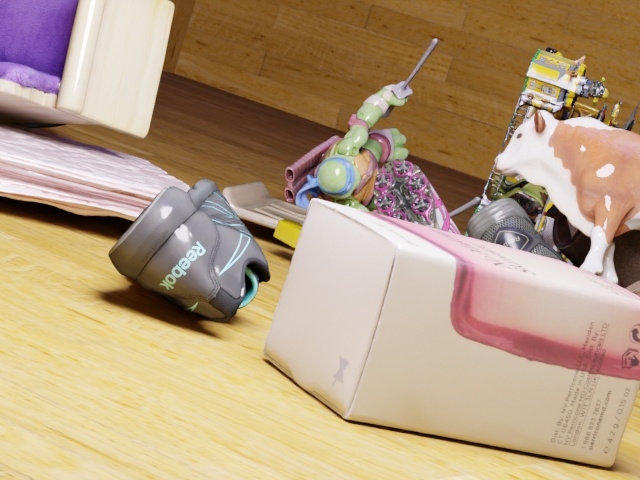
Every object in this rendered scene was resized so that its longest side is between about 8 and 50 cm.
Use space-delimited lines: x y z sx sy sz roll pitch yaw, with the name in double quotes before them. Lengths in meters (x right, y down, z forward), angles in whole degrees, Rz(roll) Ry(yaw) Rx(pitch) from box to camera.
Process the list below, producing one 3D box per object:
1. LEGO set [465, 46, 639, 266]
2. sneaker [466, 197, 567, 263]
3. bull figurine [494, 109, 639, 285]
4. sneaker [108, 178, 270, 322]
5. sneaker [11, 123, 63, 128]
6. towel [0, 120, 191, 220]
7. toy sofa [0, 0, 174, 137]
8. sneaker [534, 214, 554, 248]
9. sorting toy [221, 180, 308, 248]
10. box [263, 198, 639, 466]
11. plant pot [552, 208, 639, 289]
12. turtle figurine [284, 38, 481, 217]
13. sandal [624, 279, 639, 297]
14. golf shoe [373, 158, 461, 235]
"LEGO set" 0.325 -0.071 2.330 0.192 0.331 0.255 20 -13 11
"sneaker" 0.235 0.055 1.949 0.130 0.087 0.227 64 6 31
"bull figurine" 0.337 -0.038 1.889 0.310 0.188 0.101 5 -14 -1
"sneaker" -0.097 0.019 1.453 0.106 0.101 0.267 39 7 1
"sneaker" -0.419 -0.179 2.218 0.283 0.107 0.124 11 23 -19
"towel" -0.283 -0.071 1.755 0.317 0.053 0.332 14 5 -22
"toy sofa" -0.339 -0.203 1.903 0.362 0.150 0.177 4 -11 45
"sneaker" 0.399 -0.039 2.506 0.103 0.252 0.111 49 6 -21
"sorting toy" 0.000 0.000 1.990 0.229 0.041 0.307 23 8 8
"box" 0.102 0.066 1.306 0.232 0.127 0.148 14 8 -29
"plant pot" 0.385 0.003 2.022 0.230 0.215 0.215 23 5 -15
"turtle figurine" 0.106 -0.090 2.325 0.198 0.275 0.266 52 6 4
"sandal" 0.332 0.075 1.803 0.120 0.086 0.303 6 2 -20
"golf shoe" 0.116 -0.007 1.990 0.186 0.067 0.086 62 6 30
